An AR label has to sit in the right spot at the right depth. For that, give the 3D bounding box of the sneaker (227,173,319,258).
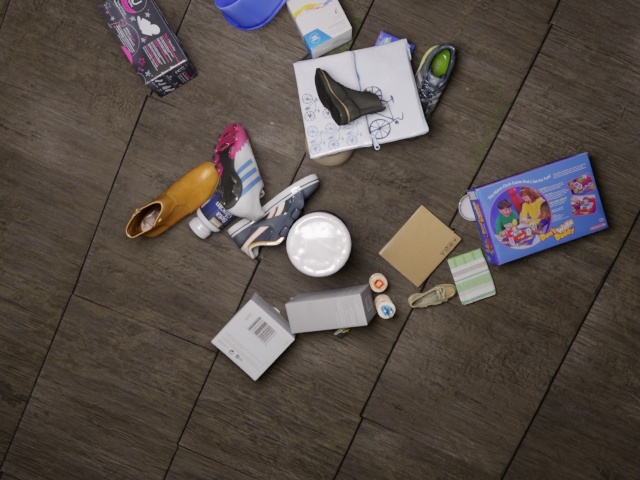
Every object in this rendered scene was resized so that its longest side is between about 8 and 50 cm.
[{"bbox_3d":[-0.115,-0.067,1.486,0.321,0.126,0.127,-34,89,15],"label":"sneaker"}]

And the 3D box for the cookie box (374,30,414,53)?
[{"bbox_3d":[0.208,-0.549,1.475,0.107,0.040,0.091,24,95,0],"label":"cookie box"}]

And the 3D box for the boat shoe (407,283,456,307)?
[{"bbox_3d":[0.346,0.174,1.534,0.153,0.048,0.056,-13,95,2],"label":"boat shoe"}]

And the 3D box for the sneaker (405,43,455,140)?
[{"bbox_3d":[0.303,-0.435,1.443,0.111,0.121,0.299,20,95,0],"label":"sneaker"}]

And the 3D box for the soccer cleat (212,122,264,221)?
[{"bbox_3d":[-0.230,-0.194,1.448,0.116,0.143,0.331,-30,50,27],"label":"soccer cleat"}]

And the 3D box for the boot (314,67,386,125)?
[{"bbox_3d":[0.076,-0.401,1.360,0.137,0.076,0.197,-19,67,-15],"label":"boot"}]

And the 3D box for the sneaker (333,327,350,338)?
[{"bbox_3d":[0.080,0.274,1.561,0.083,0.031,0.035,-38,107,8],"label":"sneaker"}]

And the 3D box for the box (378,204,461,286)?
[{"bbox_3d":[0.305,0.017,1.534,0.164,0.021,0.201,41,95,-2],"label":"box"}]

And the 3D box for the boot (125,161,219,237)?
[{"bbox_3d":[-0.419,-0.114,1.443,0.295,0.211,0.104,-44,94,4],"label":"boot"}]

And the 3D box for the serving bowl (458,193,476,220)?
[{"bbox_3d":[0.459,-0.102,1.517,0.084,0.027,0.083,0,94,1],"label":"serving bowl"}]

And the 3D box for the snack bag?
[{"bbox_3d":[0.112,-0.401,1.400,0.343,0.037,0.322,-10,73,4],"label":"snack bag"}]

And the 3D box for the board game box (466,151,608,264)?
[{"bbox_3d":[0.638,-0.094,1.472,0.348,0.078,0.233,-18,94,-3],"label":"board game box"}]

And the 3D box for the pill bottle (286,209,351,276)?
[{"bbox_3d":[0.000,0.000,1.398,0.170,0.301,0.169,0,95,2],"label":"pill bottle"}]

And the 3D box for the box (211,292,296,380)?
[{"bbox_3d":[-0.198,0.289,1.520,0.181,0.119,0.182,43,95,-3],"label":"box"}]

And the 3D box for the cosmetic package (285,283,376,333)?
[{"bbox_3d":[0.030,0.201,1.476,0.238,0.127,0.107,-13,96,22],"label":"cosmetic package"}]

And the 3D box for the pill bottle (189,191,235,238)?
[{"bbox_3d":[-0.310,-0.085,1.501,0.169,0.094,0.094,-41,93,7],"label":"pill bottle"}]

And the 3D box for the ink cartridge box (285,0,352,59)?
[{"bbox_3d":[-0.018,-0.665,1.440,0.134,0.078,0.230,-27,86,3],"label":"ink cartridge box"}]

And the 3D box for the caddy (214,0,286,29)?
[{"bbox_3d":[-0.175,-0.755,1.378,0.341,0.179,0.241,-41,71,23],"label":"caddy"}]

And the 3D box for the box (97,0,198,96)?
[{"bbox_3d":[-0.483,-0.566,1.427,0.142,0.163,0.247,-30,94,0],"label":"box"}]

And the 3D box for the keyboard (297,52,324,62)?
[{"bbox_3d":[0.023,-0.493,1.495,0.108,0.023,0.180,-39,94,10],"label":"keyboard"}]

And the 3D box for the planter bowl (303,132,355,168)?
[{"bbox_3d":[0.027,-0.295,1.468,0.162,0.109,0.161,0,96,2],"label":"planter bowl"}]

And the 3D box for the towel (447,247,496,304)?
[{"bbox_3d":[0.467,0.111,1.543,0.113,0.023,0.151,-20,92,1],"label":"towel"}]

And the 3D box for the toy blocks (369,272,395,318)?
[{"bbox_3d":[0.185,0.167,1.487,0.054,0.148,0.123,-14,95,2],"label":"toy blocks"}]
